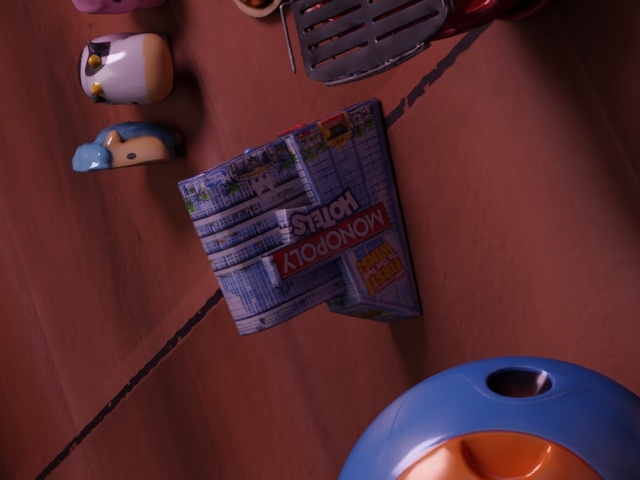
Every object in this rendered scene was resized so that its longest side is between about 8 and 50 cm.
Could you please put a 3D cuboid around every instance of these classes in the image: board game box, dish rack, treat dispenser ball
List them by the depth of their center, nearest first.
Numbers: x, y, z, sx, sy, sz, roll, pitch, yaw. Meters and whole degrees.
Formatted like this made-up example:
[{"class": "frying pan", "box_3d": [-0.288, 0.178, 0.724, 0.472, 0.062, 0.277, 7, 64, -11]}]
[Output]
[{"class": "dish rack", "box_3d": [-0.001, -0.250, 1.431, 0.208, 0.074, 0.271, -18, 84, 55]}, {"class": "treat dispenser ball", "box_3d": [0.146, 0.228, 1.450, 0.288, 0.288, 0.288, 19, 113, 52]}, {"class": "board game box", "box_3d": [0.000, 0.000, 1.732, 0.060, 0.194, 0.194, -16, 99, 57]}]

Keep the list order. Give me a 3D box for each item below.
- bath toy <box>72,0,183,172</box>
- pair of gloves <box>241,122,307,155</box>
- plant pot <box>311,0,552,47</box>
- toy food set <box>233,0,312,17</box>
[{"class": "bath toy", "box_3d": [-0.215, -0.247, 2.000, 0.151, 0.129, 0.348, 1, 98, 56]}, {"class": "pair of gloves", "box_3d": [-0.027, -0.024, 1.877, 0.198, 0.023, 0.159, -24, 80, 56]}, {"class": "plant pot", "box_3d": [0.096, -0.246, 1.507, 0.191, 0.174, 0.191, 18, 113, 53]}, {"class": "toy food set", "box_3d": [-0.069, -0.275, 1.859, 0.192, 0.038, 0.132, 18, 113, 53]}]
